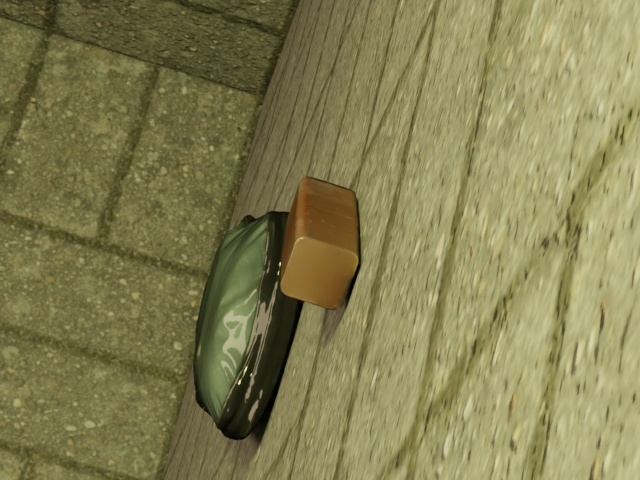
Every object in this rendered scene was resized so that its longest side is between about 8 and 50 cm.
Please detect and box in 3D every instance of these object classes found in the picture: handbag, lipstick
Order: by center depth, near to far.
[{"bbox_3d":[0.000,0.000,1.237,0.145,0.045,0.045,-87,17,-72],"label":"lipstick"},{"bbox_3d":[-0.067,0.070,1.613,0.332,0.075,0.191,179,104,-81],"label":"handbag"}]
